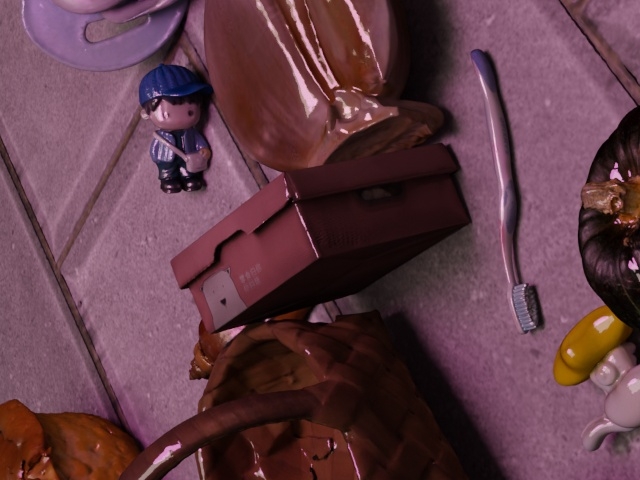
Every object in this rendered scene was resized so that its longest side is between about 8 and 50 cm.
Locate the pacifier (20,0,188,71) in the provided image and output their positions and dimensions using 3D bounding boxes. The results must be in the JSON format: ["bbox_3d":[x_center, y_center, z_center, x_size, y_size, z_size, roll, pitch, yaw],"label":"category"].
[{"bbox_3d":[-0.272,-0.363,1.735,0.233,0.244,0.299,-127,16,-76],"label":"pacifier"}]

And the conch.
[{"bbox_3d":[-0.081,0.099,1.579,0.232,0.080,0.086,-26,80,48],"label":"conch"}]

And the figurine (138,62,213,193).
[{"bbox_3d":[-0.168,-0.135,1.688,0.087,0.086,0.149,-133,38,-69],"label":"figurine"}]

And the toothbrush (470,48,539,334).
[{"bbox_3d":[0.168,-0.047,1.306,0.027,0.021,0.269,-15,81,38],"label":"toothbrush"}]

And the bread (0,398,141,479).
[{"bbox_3d":[-0.343,0.380,1.831,0.337,0.204,0.358,55,135,30],"label":"bread"}]

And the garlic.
[{"bbox_3d":[-0.013,-0.199,1.434,0.279,0.132,0.325,-45,61,42],"label":"garlic"}]

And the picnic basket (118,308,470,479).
[{"bbox_3d":[-0.059,0.236,1.318,0.337,0.337,0.293,57,134,32],"label":"picnic basket"}]

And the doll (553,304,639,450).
[{"bbox_3d":[0.252,0.108,1.180,0.135,0.071,0.113,-28,79,44],"label":"doll"}]

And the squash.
[{"bbox_3d":[0.278,-0.020,1.069,0.193,0.156,0.193,-24,53,35],"label":"squash"}]

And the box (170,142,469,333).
[{"bbox_3d":[0.000,0.000,1.366,0.215,0.215,0.086,-36,73,47],"label":"box"}]
